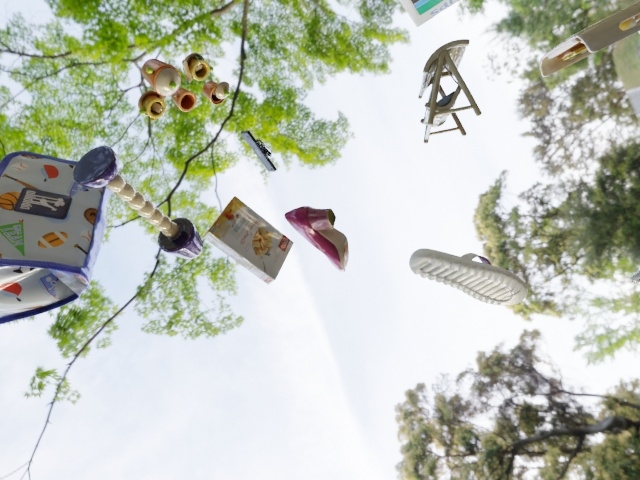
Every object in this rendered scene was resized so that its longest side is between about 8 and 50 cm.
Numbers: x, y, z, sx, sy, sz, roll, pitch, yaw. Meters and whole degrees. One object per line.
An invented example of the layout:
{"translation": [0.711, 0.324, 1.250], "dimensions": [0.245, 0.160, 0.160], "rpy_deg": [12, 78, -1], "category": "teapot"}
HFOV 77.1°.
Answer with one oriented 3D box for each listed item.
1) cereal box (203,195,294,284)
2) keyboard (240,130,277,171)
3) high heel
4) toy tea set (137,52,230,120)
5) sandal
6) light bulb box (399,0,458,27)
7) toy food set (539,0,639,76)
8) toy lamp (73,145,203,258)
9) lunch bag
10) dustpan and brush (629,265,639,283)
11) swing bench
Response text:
{"translation": [-0.207, -0.002, 1.207], "dimensions": [0.240, 0.047, 0.173], "rpy_deg": [38, -136, -15], "category": "cereal box"}
{"translation": [-0.220, -0.344, 1.532], "dimensions": [0.038, 0.100, 0.192], "rpy_deg": [-48, -55, -16], "category": "keyboard"}
{"translation": [0.000, 0.000, 1.594], "dimensions": [0.377, 0.182, 0.127], "rpy_deg": [69, -149, -43], "category": "high heel"}
{"translation": [-0.432, -0.500, 1.328], "dimensions": [0.124, 0.200, 0.336], "rpy_deg": [38, -133, 23], "category": "toy tea set"}
{"translation": [0.507, 0.100, 1.361], "dimensions": [0.417, 0.169, 0.102], "rpy_deg": [21, -130, -5], "category": "sandal"}
{"translation": [0.226, -0.804, 0.980], "dimensions": [0.361, 0.225, 0.357], "rpy_deg": [-1, -109, -60], "category": "light bulb box"}
{"translation": [0.735, -0.514, 1.038], "dimensions": [0.092, 0.220, 0.306], "rpy_deg": [64, -167, -5], "category": "toy food set"}
{"translation": [-0.296, -0.045, 0.701], "dimensions": [0.274, 0.080, 0.080], "rpy_deg": [57, -140, -57], "category": "toy lamp"}
{"translation": [-0.666, -0.009, 0.864], "dimensions": [0.386, 0.238, 0.327], "rpy_deg": [-11, -128, -2], "category": "lunch bag"}
{"translation": [0.505, -0.011, 0.536], "dimensions": [0.147, 0.211, 0.060], "rpy_deg": [50, -163, -26], "category": "dustpan and brush"}
{"translation": [0.422, -0.497, 1.374], "dimensions": [0.253, 0.165, 0.254], "rpy_deg": [6, -104, -79], "category": "swing bench"}
